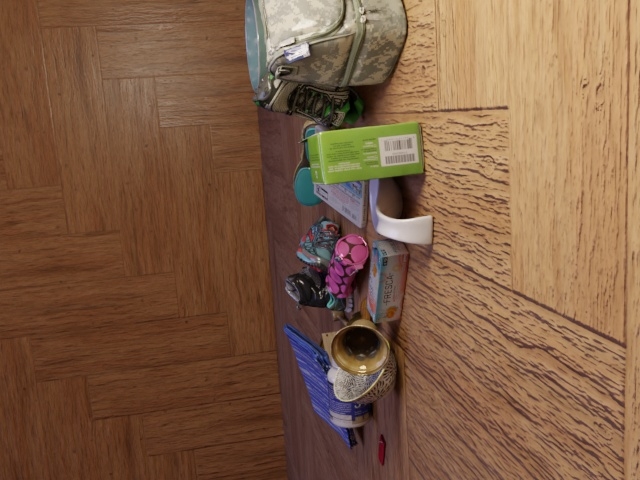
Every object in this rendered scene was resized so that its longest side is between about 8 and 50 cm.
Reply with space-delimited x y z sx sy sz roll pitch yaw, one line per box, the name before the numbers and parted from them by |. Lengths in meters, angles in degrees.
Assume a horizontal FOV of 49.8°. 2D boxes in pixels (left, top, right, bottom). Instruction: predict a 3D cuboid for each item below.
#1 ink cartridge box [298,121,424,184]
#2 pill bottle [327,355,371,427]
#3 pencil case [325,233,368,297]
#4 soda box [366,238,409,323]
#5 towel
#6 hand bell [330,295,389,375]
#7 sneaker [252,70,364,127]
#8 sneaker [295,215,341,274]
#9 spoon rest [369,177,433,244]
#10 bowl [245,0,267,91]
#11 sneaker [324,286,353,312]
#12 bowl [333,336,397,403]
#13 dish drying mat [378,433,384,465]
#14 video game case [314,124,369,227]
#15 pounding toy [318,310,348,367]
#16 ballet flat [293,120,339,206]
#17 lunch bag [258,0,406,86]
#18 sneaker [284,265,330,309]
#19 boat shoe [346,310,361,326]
ink cartridge box | 0.070 -0.164 1.337 0.255 0.189 0.096 -159 62 -79
pill bottle | 0.074 0.379 1.793 0.112 0.112 0.186 -135 40 -73
pencil case | 0.065 0.073 1.750 0.098 0.095 0.209 61 162 22
soda box | 0.138 0.085 1.438 0.058 0.063 0.183 -114 21 -52
towel | -0.006 0.413 1.968 0.243 0.040 0.335 28 140 58
hand bell | 0.103 0.188 1.565 0.242 0.126 0.126 -65 -24 -65
sneaker | -0.010 -0.316 1.483 0.146 0.344 0.134 47 122 17
sneaker | 0.000 0.000 1.930 0.125 0.104 0.262 -58 15 16
spoon rest | 0.132 -0.059 1.346 0.276 0.084 0.137 -127 33 -68
bowl | -0.145 -0.644 2.236 0.311 0.163 0.311 174 90 -79
sneaker | 0.047 0.120 1.889 0.065 0.076 0.166 -149 54 -75
bowl | 0.116 0.306 1.551 0.080 0.170 0.170 41 -175 -21
dish drying mat | 0.154 0.528 1.737 0.032 0.008 0.083 -114 21 -55
video game case | 0.050 -0.159 1.691 0.212 0.023 0.193 40 139 45
pounding toy | 0.037 0.297 1.982 0.181 0.094 0.206 103 158 -59
ballet flat | -0.005 -0.235 1.924 0.348 0.123 0.123 99 161 -55
lunch bag | 0.004 -0.453 1.337 0.212 0.256 0.304 113 149 -68
sneaker | -0.036 0.087 2.087 0.101 0.153 0.268 104 157 -59
boat shoe | 0.101 0.206 1.688 0.049 0.056 0.152 66 -165 -2
